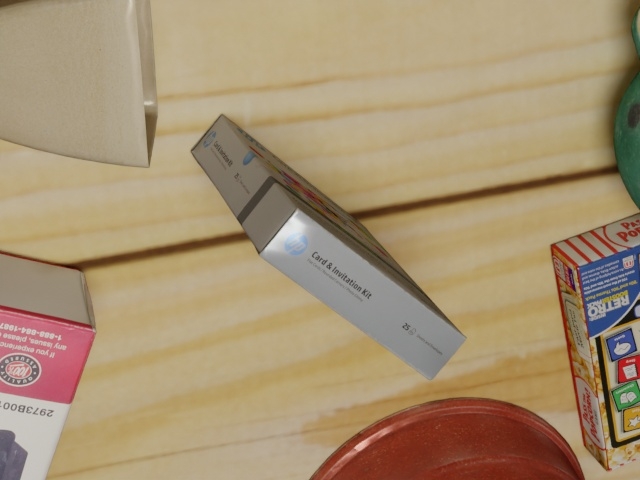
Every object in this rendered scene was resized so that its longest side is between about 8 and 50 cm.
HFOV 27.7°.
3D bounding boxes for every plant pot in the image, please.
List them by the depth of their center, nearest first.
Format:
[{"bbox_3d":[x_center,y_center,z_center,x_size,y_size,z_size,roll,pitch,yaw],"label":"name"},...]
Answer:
[{"bbox_3d":[-0.152,-0.109,0.781,0.096,0.109,0.109,-3,114,-3],"label":"plant pot"},{"bbox_3d":[0.132,0.297,0.948,0.272,0.265,0.272,-7,114,-15],"label":"plant pot"}]

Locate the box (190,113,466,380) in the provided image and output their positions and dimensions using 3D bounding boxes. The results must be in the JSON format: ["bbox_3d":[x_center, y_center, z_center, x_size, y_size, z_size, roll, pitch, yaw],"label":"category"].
[{"bbox_3d":[0.000,0.000,0.823,0.145,0.186,0.038,37,95,-27],"label":"box"}]

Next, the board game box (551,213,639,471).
[{"bbox_3d":[0.268,0.071,1.017,0.147,0.045,0.193,-18,117,-9],"label":"board game box"}]

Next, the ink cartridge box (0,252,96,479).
[{"bbox_3d":[-0.265,0.123,0.841,0.172,0.100,0.237,14,108,-21],"label":"ink cartridge box"}]

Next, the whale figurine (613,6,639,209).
[{"bbox_3d":[0.297,-0.123,0.915,0.216,0.141,0.272,14,83,-22],"label":"whale figurine"}]
